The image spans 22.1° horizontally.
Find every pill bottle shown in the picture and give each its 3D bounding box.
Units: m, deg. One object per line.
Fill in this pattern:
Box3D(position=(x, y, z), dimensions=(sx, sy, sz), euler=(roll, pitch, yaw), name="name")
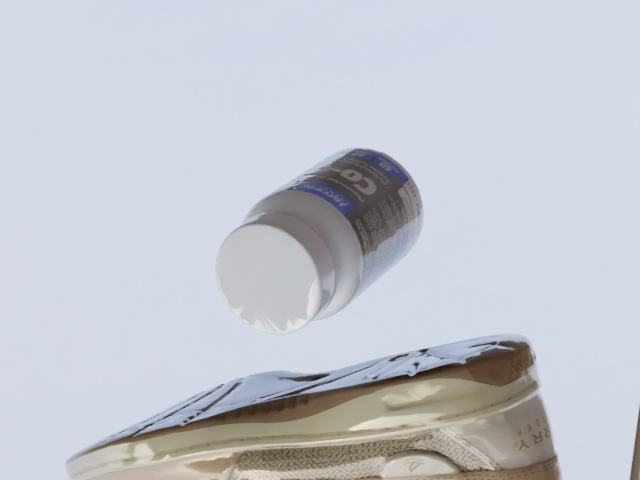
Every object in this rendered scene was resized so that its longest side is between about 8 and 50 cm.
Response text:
Box3D(position=(0.000, 0.000, 0.939), dimensions=(0.078, 0.078, 0.137), euler=(19, -154, 19), name="pill bottle")

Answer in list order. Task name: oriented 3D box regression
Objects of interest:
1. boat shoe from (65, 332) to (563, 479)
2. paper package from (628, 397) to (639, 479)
Box3D(position=(-0.016, 0.143, 1.009), dimensions=(0.341, 0.110, 0.121), euler=(-14, -174, 34), name="boat shoe")
Box3D(position=(0.271, 0.191, 0.656), dimensions=(0.309, 0.325, 0.168), euler=(3, 167, 20), name="paper package")
